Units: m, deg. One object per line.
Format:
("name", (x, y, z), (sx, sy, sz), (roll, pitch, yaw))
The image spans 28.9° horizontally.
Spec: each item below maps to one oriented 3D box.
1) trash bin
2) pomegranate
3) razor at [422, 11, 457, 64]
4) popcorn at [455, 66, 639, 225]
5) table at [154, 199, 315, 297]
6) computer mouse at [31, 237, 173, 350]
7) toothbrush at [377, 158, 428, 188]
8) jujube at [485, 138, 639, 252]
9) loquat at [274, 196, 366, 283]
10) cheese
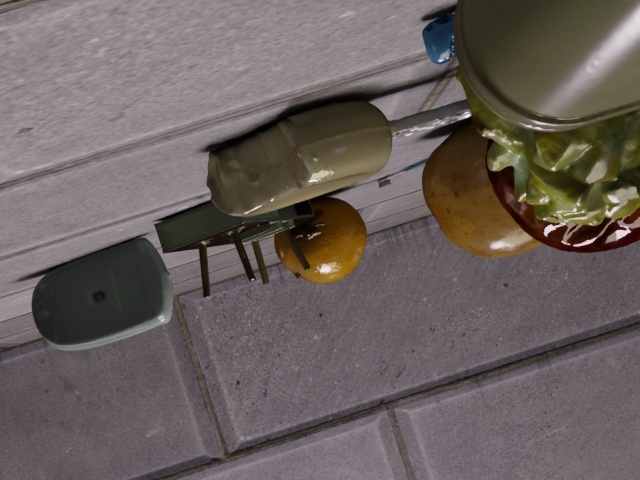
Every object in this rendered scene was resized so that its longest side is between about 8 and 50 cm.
("trash bin", (0.213, -0.162, 0.668), (0.243, 0.121, 0.247), (-17, 173, -12))
("pomegranate", (0.235, -0.072, 1.585), (0.196, 0.196, 0.196), (-18, 176, -1))
("razor", (0.196, -0.179, 0.886), (0.253, 0.042, 0.082), (-17, 178, 8))
("popcorn", (0.222, -0.114, 1.125), (0.212, 0.198, 0.198), (9, 176, 0))
("table", (-0.098, 0.004, 1.651), (0.121, 0.111, 0.240), (-20, 176, 22))
("computer mouse", (-0.300, 0.079, 1.721), (0.231, 0.128, 0.079), (-15, 177, 21))
("toothbrush", (0.142, -0.108, 1.880), (0.011, 0.014, 0.167), (-3, 167, -40))
("jujube", (0.328, -0.117, 1.303), (0.216, 0.216, 0.342), (-15, 161, -40))
("loquat", (0.000, 0.000, 1.899), (0.141, 0.141, 0.141), (-18, 176, -1))
("cheese", (0.023, -0.088, 1.179), (0.249, 0.071, 0.163), (-17, 176, -31))
